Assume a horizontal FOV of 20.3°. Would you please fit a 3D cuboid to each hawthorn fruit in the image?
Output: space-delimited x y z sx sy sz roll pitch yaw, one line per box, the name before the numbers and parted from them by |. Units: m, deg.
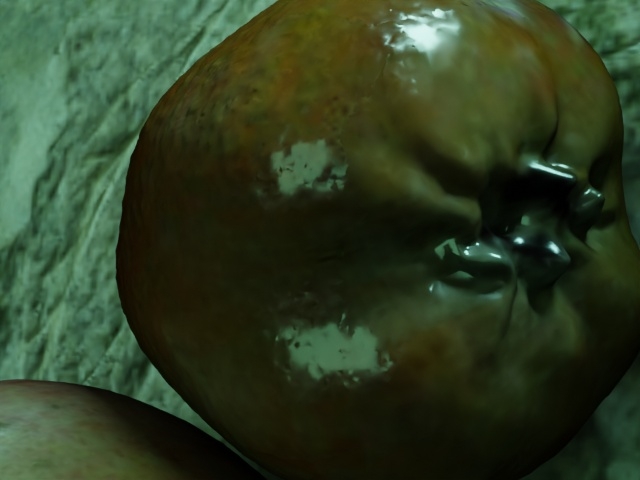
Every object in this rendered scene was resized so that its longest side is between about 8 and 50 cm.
hawthorn fruit | 0.000 0.000 0.686 0.251 0.199 0.199 -3 78 48

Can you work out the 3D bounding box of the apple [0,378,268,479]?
apple | -0.118 0.223 0.641 0.344 0.269 0.345 7 101 39
